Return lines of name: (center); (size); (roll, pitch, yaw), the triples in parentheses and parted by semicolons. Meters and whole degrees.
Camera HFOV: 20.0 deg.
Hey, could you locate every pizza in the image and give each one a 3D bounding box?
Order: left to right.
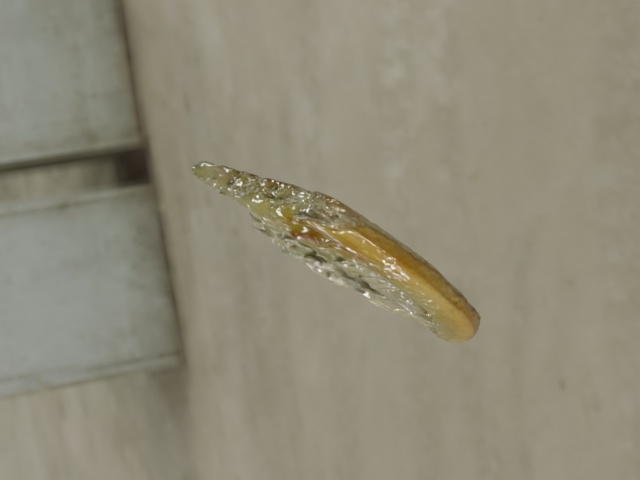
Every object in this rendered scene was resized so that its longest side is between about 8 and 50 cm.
pizza: (0.000, 0.000, 1.366); (0.262, 0.034, 0.181); (26, 169, 32)
